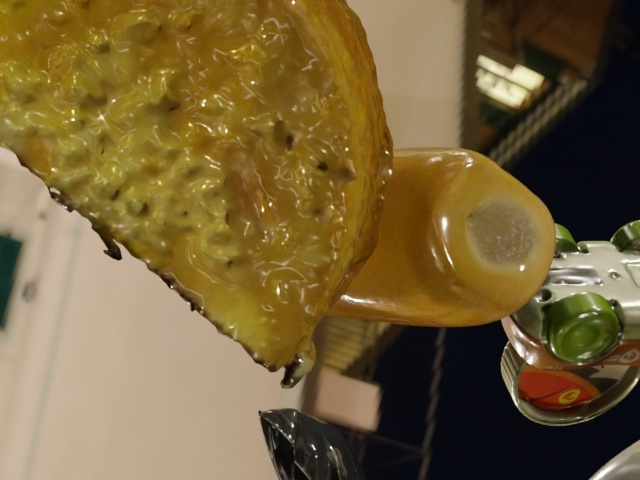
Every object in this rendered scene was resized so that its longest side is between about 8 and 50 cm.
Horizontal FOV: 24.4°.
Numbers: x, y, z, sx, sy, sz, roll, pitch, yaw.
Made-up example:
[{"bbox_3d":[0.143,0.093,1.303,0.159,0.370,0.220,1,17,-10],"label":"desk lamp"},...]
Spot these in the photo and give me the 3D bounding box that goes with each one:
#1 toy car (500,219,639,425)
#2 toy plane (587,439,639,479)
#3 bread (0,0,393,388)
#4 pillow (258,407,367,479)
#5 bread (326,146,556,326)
[{"bbox_3d":[0.288,0.104,1.576,0.235,0.235,0.145,-53,-145,27],"label":"toy car"},{"bbox_3d":[0.182,0.176,0.782,0.267,0.266,0.123,-36,-128,44],"label":"toy plane"},{"bbox_3d":[-0.056,-0.064,0.573,0.139,0.229,0.143,-47,-169,15],"label":"bread"},{"bbox_3d":[-0.001,0.151,0.962,0.048,0.150,0.090,-22,-102,4],"label":"pillow"},{"bbox_3d":[0.000,0.000,0.725,0.239,0.092,0.074,1,-113,48],"label":"bread"}]
